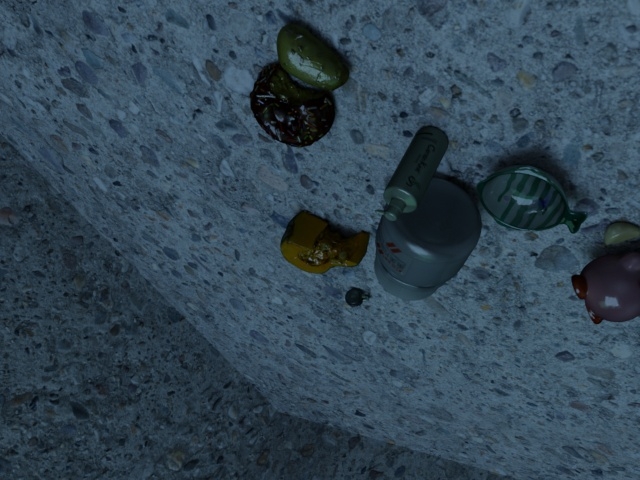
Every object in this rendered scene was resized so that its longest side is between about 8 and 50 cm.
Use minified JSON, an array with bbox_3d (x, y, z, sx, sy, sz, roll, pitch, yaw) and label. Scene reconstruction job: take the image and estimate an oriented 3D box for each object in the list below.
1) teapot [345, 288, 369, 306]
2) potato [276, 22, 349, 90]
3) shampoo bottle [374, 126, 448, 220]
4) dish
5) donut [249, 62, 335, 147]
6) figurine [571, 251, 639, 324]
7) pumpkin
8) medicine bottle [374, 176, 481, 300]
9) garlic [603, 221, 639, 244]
[{"bbox_3d":[0.138,0.212,2.133,0.088,0.066,0.057,-10,156,17],"label":"teapot"},{"bbox_3d":[-0.020,-0.412,1.331,0.188,0.085,0.105,31,127,-7],"label":"potato"},{"bbox_3d":[0.212,-0.147,1.340,0.085,0.262,0.085,22,149,14],"label":"shampoo bottle"},{"bbox_3d":[0.489,-0.107,1.344,0.246,0.078,0.224,23,149,13],"label":"dish"},{"bbox_3d":[-0.083,-0.330,1.487,0.230,0.096,0.216,35,149,-9],"label":"donut"},{"bbox_3d":[0.710,0.112,1.394,0.173,0.173,0.173,22,148,14],"label":"figurine"},{"bbox_3d":[0.000,-0.001,1.857,0.190,0.139,0.281,45,145,-24],"label":"pumpkin"},{"bbox_3d":[0.266,0.007,1.537,0.245,0.245,0.306,25,150,9],"label":"medicine bottle"},{"bbox_3d":[0.691,-0.016,1.346,0.083,0.041,0.053,-19,129,43],"label":"garlic"}]
